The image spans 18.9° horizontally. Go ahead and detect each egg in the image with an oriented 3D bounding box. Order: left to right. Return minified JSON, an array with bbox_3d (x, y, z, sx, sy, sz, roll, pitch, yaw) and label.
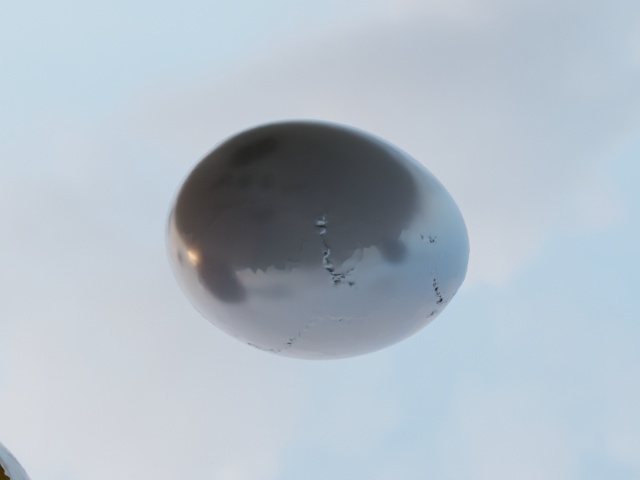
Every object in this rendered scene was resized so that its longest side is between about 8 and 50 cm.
[{"bbox_3d":[0.000,0.000,1.171,0.199,0.146,0.146,5,-157,-27],"label":"egg"}]

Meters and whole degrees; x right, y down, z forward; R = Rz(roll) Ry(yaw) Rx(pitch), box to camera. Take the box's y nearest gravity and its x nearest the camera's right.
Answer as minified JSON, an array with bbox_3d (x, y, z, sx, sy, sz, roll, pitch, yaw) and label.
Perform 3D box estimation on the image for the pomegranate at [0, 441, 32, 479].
[{"bbox_3d":[-0.271,0.216,1.057,0.252,0.270,0.229,-2,-159,-12],"label":"pomegranate"}]
